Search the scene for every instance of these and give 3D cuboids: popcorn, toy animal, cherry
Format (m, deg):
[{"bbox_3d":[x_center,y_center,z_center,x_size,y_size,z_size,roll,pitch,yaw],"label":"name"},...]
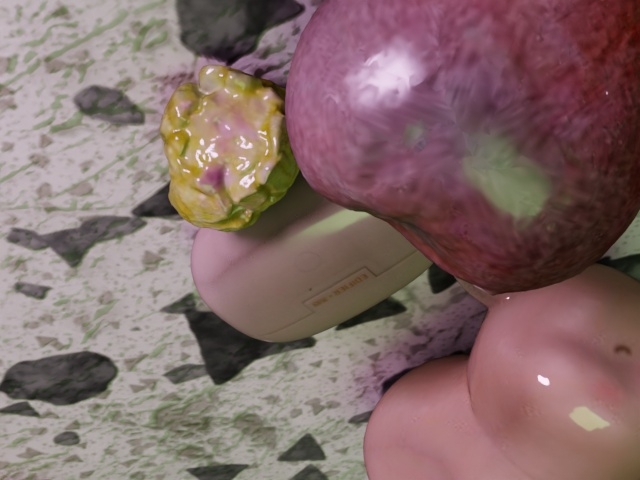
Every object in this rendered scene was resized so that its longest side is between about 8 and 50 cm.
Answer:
[{"bbox_3d":[-0.058,-0.060,0.805,0.097,0.109,0.089,11,180,21],"label":"popcorn"},{"bbox_3d":[0.177,0.151,1.032,0.237,0.269,0.326,20,160,-33],"label":"toy animal"},{"bbox_3d":[0.105,-0.097,0.736,0.239,0.239,0.206,-9,170,-8],"label":"cherry"}]

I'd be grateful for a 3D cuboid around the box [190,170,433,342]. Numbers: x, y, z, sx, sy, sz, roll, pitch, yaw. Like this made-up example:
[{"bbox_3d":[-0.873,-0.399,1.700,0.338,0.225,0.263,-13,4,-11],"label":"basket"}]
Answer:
[{"bbox_3d":[0.000,0.000,0.892,0.200,0.088,0.146,-30,138,18],"label":"box"}]
